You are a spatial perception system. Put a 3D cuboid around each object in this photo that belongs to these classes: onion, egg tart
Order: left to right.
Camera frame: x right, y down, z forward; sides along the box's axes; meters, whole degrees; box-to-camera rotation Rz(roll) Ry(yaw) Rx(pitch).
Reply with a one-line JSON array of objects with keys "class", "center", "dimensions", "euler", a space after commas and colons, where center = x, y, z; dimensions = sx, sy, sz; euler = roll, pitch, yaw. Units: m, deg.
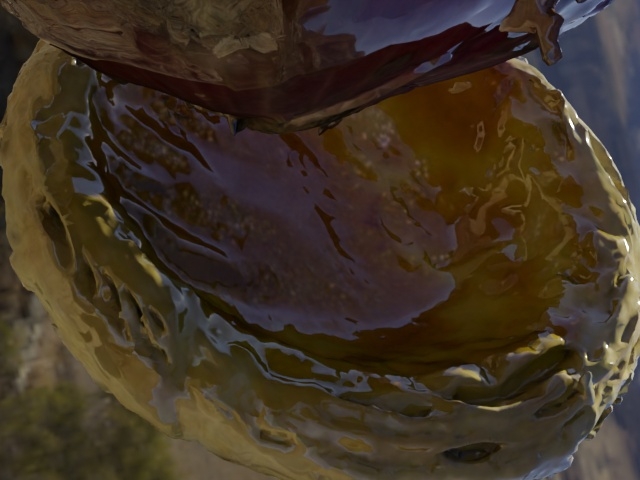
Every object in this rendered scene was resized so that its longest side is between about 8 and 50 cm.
[{"class": "onion", "center": [-0.003, -0.183, 0.628], "dimensions": [0.353, 0.353, 0.354], "euler": [-14, 90, -79]}, {"class": "egg tart", "center": [0.000, 0.000, 0.846], "dimensions": [0.169, 0.388, 0.388], "euler": [120, -24, -43]}]
